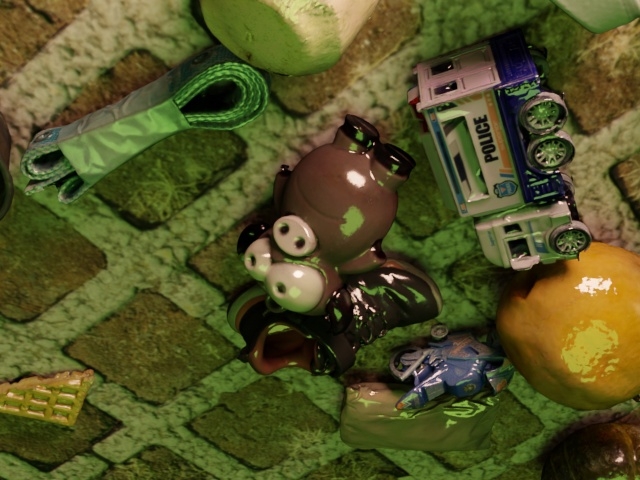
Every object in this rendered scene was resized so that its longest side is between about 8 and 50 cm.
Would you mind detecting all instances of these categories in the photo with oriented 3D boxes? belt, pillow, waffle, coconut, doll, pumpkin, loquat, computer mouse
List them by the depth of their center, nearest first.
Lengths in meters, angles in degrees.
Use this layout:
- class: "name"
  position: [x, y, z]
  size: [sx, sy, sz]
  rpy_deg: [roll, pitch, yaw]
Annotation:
- class: "coconut"
  position: [-0.018, -0.248, 0.698]
  size: [0.171, 0.182, 0.171]
  rpy_deg: [27, 158, 12]
- class: "computer mouse"
  position: [0.218, -0.279, 0.715]
  size: [0.231, 0.127, 0.079]
  rpy_deg: [22, 125, -26]
- class: "belt"
  position: [-0.193, -0.122, 0.835]
  size: [0.303, 0.072, 0.087]
  rpy_deg: [-22, 125, 13]
- class: "doll"
  position: [0.005, -0.013, 0.895]
  size: [0.257, 0.182, 0.117]
  rpy_deg: [-53, 160, 16]
- class: "loquat"
  position: [0.350, 0.108, 1.004]
  size: [0.239, 0.193, 0.238]
  rpy_deg: [-1, 105, -5]
- class: "waffle"
  position: [-0.440, 0.213, 1.113]
  size: [0.191, 0.032, 0.125]
  rpy_deg: [17, 127, -20]
- class: "pillow"
  position: [0.161, 0.280, 1.206]
  size: [0.271, 0.067, 0.173]
  rpy_deg: [2, 135, -7]
- class: "pumpkin"
  position: [0.496, 0.410, 1.287]
  size: [0.219, 0.162, 0.218]
  rpy_deg: [0, 127, 0]

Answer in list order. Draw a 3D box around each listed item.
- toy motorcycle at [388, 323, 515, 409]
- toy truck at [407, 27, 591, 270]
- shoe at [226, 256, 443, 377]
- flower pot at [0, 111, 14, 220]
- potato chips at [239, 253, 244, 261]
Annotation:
- class: "toy motorcycle"
  position: [0.200, 0.182, 1.097]
  size: [0.205, 0.114, 0.076]
  rpy_deg: [-14, 130, 5]
- class: "toy truck"
  position: [0.208, -0.087, 0.874]
  size: [0.156, 0.124, 0.267]
  rpy_deg: [-14, 128, 15]
- class: "shoe"
  position: [0.019, 0.108, 1.004]
  size: [0.291, 0.137, 0.114]
  rpy_deg: [-12, 130, 3]
- class: "flower pot"
  position: [-0.405, -0.092, 0.820]
  size: [0.158, 0.106, 0.157]
  rpy_deg: [-5, 130, -6]
- class: "potato chips"
  position: [0.000, 0.000, 0.982]
  size: [0.208, 0.028, 0.092]
  rpy_deg: [-30, 120, 14]
